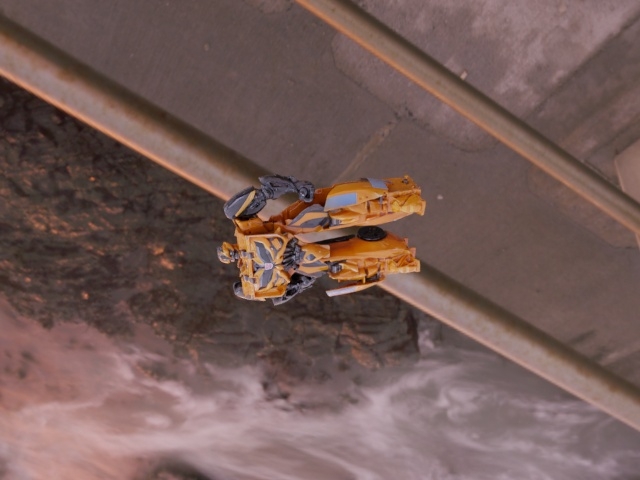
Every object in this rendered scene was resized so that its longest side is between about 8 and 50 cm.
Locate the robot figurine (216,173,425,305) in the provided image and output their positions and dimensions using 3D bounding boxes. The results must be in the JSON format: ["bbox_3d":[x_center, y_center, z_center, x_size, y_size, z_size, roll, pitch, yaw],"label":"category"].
[{"bbox_3d":[0.000,0.000,0.855,0.290,0.085,0.211,-11,123,-13],"label":"robot figurine"}]
